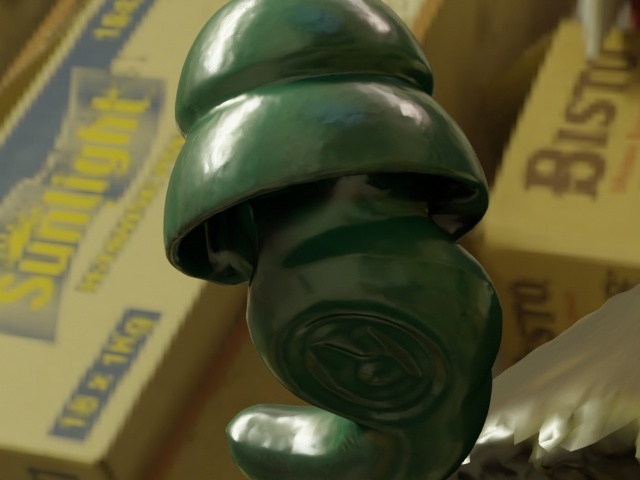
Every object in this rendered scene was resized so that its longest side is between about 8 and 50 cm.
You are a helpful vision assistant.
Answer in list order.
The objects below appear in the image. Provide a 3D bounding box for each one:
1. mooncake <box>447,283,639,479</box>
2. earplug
[{"bbox_3d":[0.223,0.176,1.093,0.246,0.393,0.394,48,-165,-6],"label":"mooncake"},{"bbox_3d":[0.007,0.000,0.947,0.257,0.164,0.280,64,-163,-80],"label":"earplug"}]
